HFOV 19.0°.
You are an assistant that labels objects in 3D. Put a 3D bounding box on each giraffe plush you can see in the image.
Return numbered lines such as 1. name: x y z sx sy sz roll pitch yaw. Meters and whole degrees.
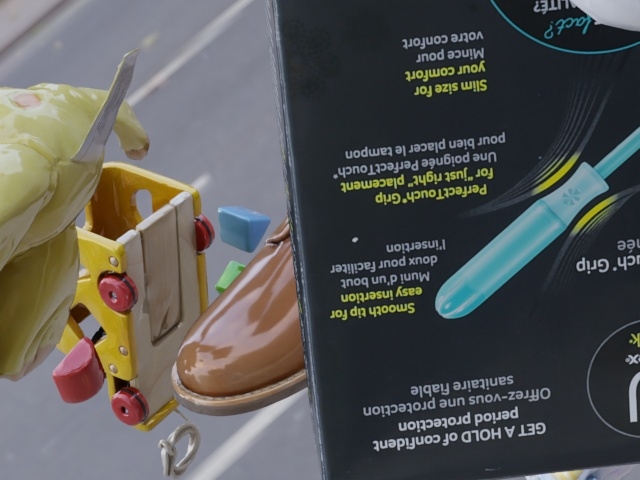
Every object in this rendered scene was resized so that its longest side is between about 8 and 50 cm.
1. giraffe plush: -0.202 -0.035 0.915 0.210 0.170 0.181 -62 -12 4

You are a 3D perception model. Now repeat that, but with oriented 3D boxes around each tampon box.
1. tampon box: 0.049 -0.025 0.544 0.120 0.161 0.101 -6 18 -1

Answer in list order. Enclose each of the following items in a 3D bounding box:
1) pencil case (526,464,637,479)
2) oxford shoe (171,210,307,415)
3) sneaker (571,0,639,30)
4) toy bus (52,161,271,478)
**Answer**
1. pencil case: 0.119 0.045 1.254 0.124 0.273 0.113 -44 -22 5
2. oxford shoe: 0.000 0.000 0.909 0.076 0.076 0.212 20 50 34
3. sneaker: 0.081 -0.100 0.415 0.158 0.061 0.065 -65 9 -28
4. toy bus: -0.140 0.046 1.352 0.104 0.191 0.202 21 84 29
